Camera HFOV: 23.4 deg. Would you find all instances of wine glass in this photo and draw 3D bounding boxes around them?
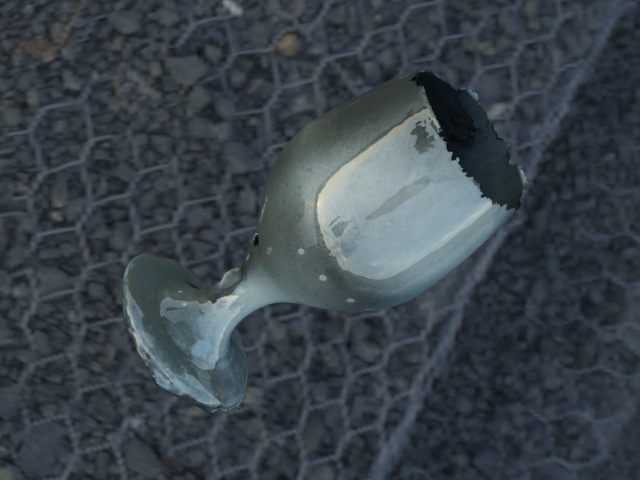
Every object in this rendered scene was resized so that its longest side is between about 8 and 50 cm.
[{"bbox_3d":[0.000,0.000,0.941,0.241,0.126,0.126,-33,113,23],"label":"wine glass"}]
